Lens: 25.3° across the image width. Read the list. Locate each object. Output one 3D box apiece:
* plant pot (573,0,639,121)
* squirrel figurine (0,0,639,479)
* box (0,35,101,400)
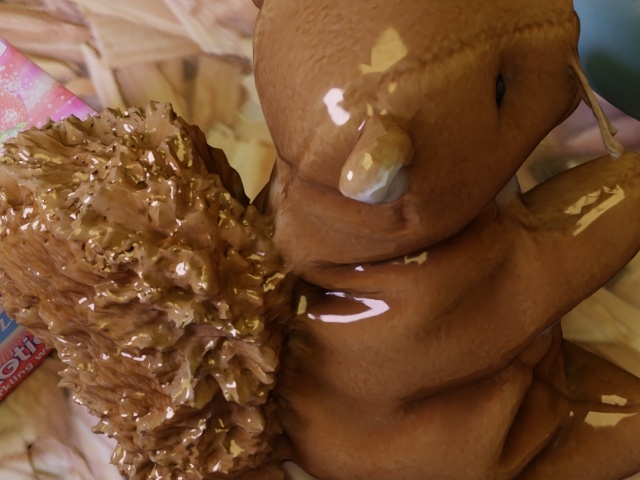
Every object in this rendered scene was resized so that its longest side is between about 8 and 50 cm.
[{"bbox_3d":[0.282,-0.190,0.930,0.235,0.293,0.293,16,66,32],"label":"plant pot"},{"bbox_3d":[0.000,0.000,0.819,0.397,0.370,0.281,-18,62,0],"label":"squirrel figurine"},{"bbox_3d":[-0.267,0.024,0.974,0.142,0.154,0.300,37,73,24],"label":"box"}]
